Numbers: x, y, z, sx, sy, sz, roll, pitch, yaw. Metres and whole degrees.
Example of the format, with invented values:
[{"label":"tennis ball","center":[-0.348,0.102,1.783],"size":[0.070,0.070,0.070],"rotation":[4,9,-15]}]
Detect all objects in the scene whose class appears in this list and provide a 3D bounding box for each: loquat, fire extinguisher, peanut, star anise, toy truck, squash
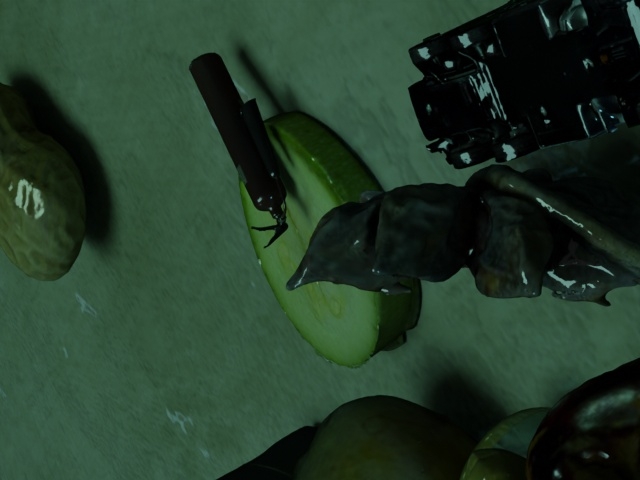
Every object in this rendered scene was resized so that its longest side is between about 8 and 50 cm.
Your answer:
[{"label":"loquat","center":[0.074,0.225,1.210],"size":[0.227,0.179,0.179],"rotation":[54,154,-5]},{"label":"fire extinguisher","center":[-0.056,-0.079,1.254],"size":[0.049,0.035,0.173],"rotation":[-35,69,26]},{"label":"peanut","center":[-0.333,-0.071,1.733],"size":[0.233,0.110,0.196],"rotation":[48,150,23]},{"label":"star anise","center":[0.108,-0.005,0.926],"size":[0.262,0.230,0.081],"rotation":[4,94,37]},{"label":"toy truck","center":[0.148,-0.101,0.834],"size":[0.259,0.121,0.088],"rotation":[-9,105,63]},{"label":"squash","center":[-0.004,0.002,1.289],"size":[0.219,0.041,0.219],"rotation":[41,146,37]}]

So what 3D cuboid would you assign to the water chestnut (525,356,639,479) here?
[{"label":"water chestnut","center":[0.239,0.171,0.788],"size":[0.289,0.244,0.289],"rotation":[45,151,34]}]

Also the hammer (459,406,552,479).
[{"label":"hammer","center":[0.148,0.181,0.985],"size":[0.202,0.113,0.305],"rotation":[46,-177,26]}]

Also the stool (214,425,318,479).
[{"label":"stool","center":[0.000,0.294,1.439],"size":[0.232,0.141,0.232],"rotation":[41,146,35]}]
